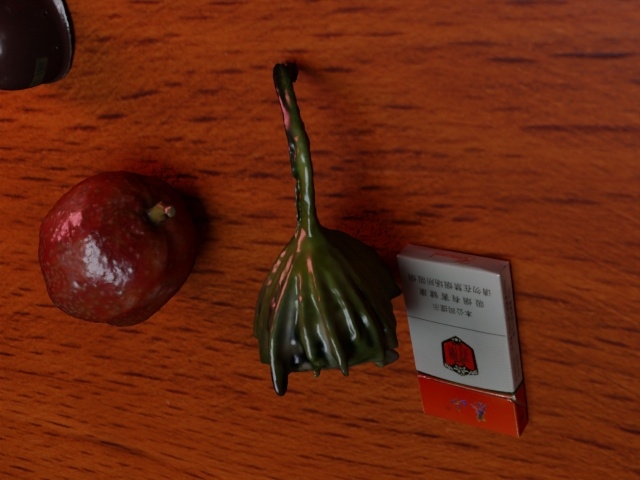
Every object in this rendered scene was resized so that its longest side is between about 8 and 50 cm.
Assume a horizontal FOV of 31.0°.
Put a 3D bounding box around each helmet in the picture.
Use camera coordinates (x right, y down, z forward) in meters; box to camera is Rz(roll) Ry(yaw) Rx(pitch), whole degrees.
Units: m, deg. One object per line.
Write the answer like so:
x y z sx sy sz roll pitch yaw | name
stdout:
-0.407 -0.261 1.490 0.155 0.106 0.175 48 133 -3 | helmet

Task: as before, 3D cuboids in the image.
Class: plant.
-0.034 0.007 1.299 0.180 0.251 0.333 -24 118 6 | plant

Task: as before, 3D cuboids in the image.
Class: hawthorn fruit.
-0.253 0.002 1.511 0.253 0.205 0.205 -31 100 39 | hawthorn fruit

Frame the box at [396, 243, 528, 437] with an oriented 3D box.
0.173 0.122 1.386 0.139 0.035 0.245 11 127 31 | box
